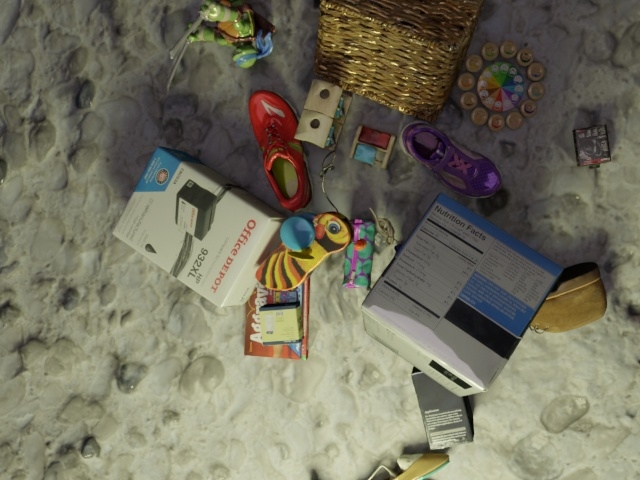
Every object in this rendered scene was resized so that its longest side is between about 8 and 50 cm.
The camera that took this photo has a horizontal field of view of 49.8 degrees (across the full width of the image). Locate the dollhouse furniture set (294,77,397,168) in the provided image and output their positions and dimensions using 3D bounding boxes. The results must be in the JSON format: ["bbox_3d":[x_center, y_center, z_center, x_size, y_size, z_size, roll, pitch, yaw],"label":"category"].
[{"bbox_3d":[0.064,-0.240,1.426,0.183,0.129,0.129,20,97,10],"label":"dollhouse furniture set"}]

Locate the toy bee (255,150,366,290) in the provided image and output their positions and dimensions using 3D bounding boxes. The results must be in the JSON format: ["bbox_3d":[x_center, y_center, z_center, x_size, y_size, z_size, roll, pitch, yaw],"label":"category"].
[{"bbox_3d":[0.000,0.000,1.387,0.162,0.195,0.298,35,126,10],"label":"toy bee"}]

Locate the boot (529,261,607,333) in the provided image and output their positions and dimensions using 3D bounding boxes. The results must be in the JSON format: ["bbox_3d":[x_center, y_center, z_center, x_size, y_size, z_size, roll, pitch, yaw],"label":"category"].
[{"bbox_3d":[0.431,0.152,1.401,0.305,0.112,0.115,-20,100,9],"label":"boot"}]

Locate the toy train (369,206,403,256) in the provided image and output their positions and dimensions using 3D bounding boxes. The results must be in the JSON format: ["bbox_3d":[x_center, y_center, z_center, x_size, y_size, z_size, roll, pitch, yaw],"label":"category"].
[{"bbox_3d":[0.221,0.009,1.435,0.143,0.105,0.248,-27,87,0],"label":"toy train"}]

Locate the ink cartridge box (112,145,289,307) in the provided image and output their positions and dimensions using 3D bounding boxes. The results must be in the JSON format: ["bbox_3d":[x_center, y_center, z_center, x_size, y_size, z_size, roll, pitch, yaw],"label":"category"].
[{"bbox_3d":[-0.255,-0.029,1.484,0.307,0.129,0.223,32,98,14],"label":"ink cartridge box"}]

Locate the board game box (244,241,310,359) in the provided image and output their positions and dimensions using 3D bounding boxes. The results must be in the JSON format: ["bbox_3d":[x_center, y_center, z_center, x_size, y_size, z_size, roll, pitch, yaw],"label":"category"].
[{"bbox_3d":[-0.096,0.121,1.533,0.145,0.027,0.281,2,94,11],"label":"board game box"}]

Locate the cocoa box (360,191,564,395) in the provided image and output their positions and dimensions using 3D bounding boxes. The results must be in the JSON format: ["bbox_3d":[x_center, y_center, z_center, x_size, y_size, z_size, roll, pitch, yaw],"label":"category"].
[{"bbox_3d":[0.227,0.109,1.185,0.231,0.347,0.228,34,81,12],"label":"cocoa box"}]

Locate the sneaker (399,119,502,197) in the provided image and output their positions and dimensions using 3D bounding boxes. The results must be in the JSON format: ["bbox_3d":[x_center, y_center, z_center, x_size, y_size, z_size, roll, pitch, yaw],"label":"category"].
[{"bbox_3d":[0.263,-0.165,1.408,0.236,0.104,0.095,33,97,6],"label":"sneaker"}]

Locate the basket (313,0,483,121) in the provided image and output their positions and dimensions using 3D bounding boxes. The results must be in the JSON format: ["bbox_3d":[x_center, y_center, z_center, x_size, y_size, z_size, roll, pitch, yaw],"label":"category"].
[{"bbox_3d":[0.156,-0.427,1.414,0.299,0.223,0.213,22,62,9],"label":"basket"}]

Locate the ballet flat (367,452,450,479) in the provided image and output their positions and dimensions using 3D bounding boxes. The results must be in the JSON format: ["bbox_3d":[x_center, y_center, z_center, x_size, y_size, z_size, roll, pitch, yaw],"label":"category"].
[{"bbox_3d":[0.168,0.506,1.484,0.232,0.080,0.073,-37,75,10],"label":"ballet flat"}]

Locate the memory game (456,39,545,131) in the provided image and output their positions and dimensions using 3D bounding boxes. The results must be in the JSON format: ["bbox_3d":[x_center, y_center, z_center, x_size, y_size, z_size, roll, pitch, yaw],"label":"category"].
[{"bbox_3d":[0.368,-0.313,1.400,0.186,0.012,0.186,-1,100,-5],"label":"memory game"}]

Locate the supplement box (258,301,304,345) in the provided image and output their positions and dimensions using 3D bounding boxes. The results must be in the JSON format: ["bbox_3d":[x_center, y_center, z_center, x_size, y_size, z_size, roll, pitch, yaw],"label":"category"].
[{"bbox_3d":[-0.084,0.180,1.491,0.083,0.056,0.083,-5,93,10],"label":"supplement box"}]

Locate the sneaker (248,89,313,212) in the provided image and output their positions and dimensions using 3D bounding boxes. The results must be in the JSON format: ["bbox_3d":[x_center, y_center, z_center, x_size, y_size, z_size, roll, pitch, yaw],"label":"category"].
[{"bbox_3d":[-0.083,-0.194,1.463,0.107,0.118,0.279,-20,90,11],"label":"sneaker"}]

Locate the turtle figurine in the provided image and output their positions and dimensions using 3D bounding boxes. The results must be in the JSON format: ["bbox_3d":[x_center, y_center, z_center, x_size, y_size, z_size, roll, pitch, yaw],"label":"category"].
[{"bbox_3d":[-0.248,-0.485,1.437,0.274,0.198,0.266,-12,88,8],"label":"turtle figurine"}]

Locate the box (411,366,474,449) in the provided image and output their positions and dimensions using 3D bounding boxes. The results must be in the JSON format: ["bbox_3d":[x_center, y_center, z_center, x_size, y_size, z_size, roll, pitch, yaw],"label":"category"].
[{"bbox_3d":[0.252,0.321,1.414,0.093,0.156,0.158,-14,91,12],"label":"box"}]

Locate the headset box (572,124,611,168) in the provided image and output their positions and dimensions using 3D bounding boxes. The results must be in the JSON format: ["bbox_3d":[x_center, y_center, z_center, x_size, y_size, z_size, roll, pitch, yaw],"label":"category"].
[{"bbox_3d":[0.547,-0.187,1.388,0.062,0.032,0.083,-9,93,12],"label":"headset box"}]

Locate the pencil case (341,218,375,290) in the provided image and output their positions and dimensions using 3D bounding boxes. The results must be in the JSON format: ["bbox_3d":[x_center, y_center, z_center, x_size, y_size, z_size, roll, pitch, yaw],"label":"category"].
[{"bbox_3d":[0.082,0.029,1.471,0.064,0.070,0.152,5,93,19],"label":"pencil case"}]
